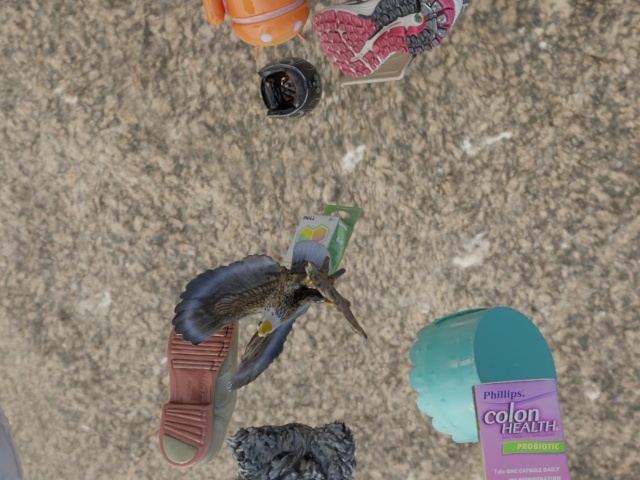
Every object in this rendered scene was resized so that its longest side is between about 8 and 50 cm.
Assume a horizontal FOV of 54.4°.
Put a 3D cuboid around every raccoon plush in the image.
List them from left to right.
[{"bbox_3d":[0.006,0.421,0.727,0.216,0.446,0.300,-5,117,-27],"label":"raccoon plush"}]

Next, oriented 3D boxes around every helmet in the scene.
[{"bbox_3d":[-0.078,-0.378,1.551,0.169,0.161,0.170,3,106,11],"label":"helmet"}]

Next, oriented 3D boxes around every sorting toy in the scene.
[{"bbox_3d":[0.166,-0.440,1.503,0.208,0.193,0.038,4,142,46],"label":"sorting toy"}]

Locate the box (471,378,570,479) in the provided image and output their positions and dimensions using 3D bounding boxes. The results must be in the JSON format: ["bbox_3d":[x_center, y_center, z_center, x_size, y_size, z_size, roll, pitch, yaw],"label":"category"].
[{"bbox_3d":[0.309,0.342,0.964,0.117,0.243,0.213,-7,165,11],"label":"box"}]

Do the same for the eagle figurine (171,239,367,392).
[{"bbox_3d":[-0.100,0.135,1.182,0.298,0.227,0.225,-27,161,25],"label":"eagle figurine"}]

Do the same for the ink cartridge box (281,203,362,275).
[{"bbox_3d":[0.000,0.000,1.366,0.108,0.209,0.062,7,157,42],"label":"ink cartridge box"}]

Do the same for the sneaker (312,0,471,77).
[{"bbox_3d":[0.105,-0.335,0.961,0.299,0.112,0.121,8,138,50],"label":"sneaker"}]

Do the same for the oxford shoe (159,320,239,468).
[{"bbox_3d":[-0.241,0.275,1.333,0.140,0.397,0.146,6,164,21],"label":"oxford shoe"}]

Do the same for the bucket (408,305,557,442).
[{"bbox_3d":[0.345,0.276,1.309,0.281,0.281,0.183,33,144,-18],"label":"bucket"}]

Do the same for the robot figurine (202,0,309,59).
[{"bbox_3d":[-0.087,-0.383,0.908,0.128,0.158,0.220,5,129,29],"label":"robot figurine"}]

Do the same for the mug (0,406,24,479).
[{"bbox_3d":[-0.461,0.171,0.580,0.328,0.276,0.374,36,136,11],"label":"mug"}]
